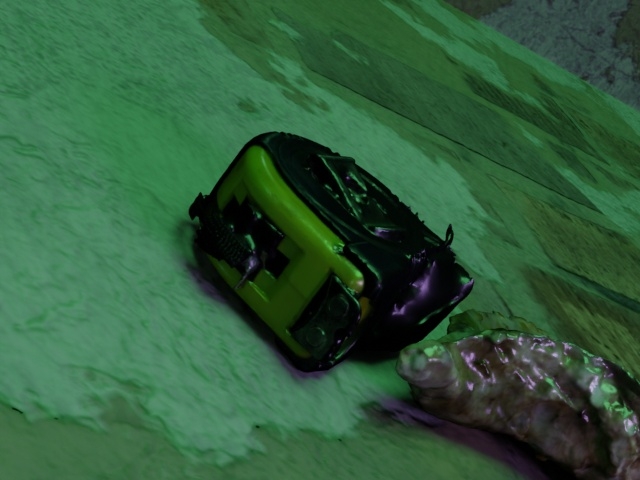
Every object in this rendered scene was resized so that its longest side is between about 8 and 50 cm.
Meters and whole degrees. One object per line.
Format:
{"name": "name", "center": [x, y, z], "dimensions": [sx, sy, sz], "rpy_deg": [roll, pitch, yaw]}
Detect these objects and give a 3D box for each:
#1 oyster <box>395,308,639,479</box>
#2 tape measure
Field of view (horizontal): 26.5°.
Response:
{"name": "oyster", "center": [0.198, 0.136, 1.061], "dimensions": [0.396, 0.111, 0.204], "rpy_deg": [28, 4, -20]}
{"name": "tape measure", "center": [0.000, 0.000, 0.997], "dimensions": [0.186, 0.112, 0.199], "rpy_deg": [42, 20, 21]}
